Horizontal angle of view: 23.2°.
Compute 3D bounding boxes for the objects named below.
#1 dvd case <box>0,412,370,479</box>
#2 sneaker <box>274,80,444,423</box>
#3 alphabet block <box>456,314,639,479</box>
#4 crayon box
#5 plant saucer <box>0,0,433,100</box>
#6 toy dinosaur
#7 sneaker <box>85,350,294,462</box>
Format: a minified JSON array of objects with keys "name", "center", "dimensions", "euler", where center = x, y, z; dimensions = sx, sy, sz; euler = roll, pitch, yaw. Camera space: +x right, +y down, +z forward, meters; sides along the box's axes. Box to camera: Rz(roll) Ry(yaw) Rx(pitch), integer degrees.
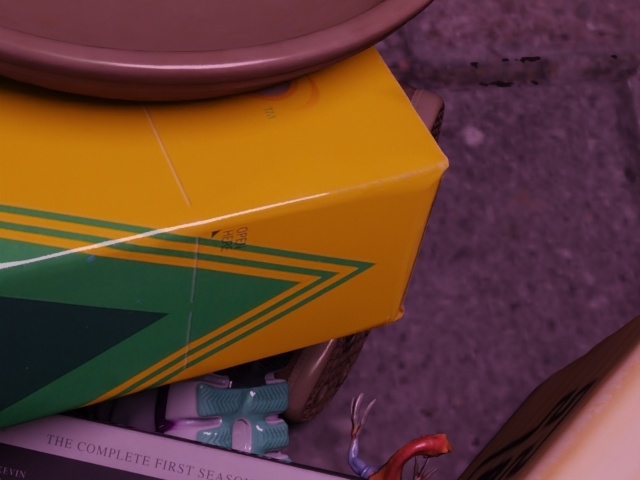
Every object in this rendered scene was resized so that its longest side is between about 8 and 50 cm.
[{"name":"dvd case","center":[-0.089,0.193,0.613],"dimensions":[0.179,0.029,0.238],"euler":[11,83,10]},{"name":"sneaker","center":[0.000,0.000,0.765],"dimensions":[0.071,0.066,0.188],"euler":[18,62,12]},{"name":"alphabet block","center":[0.135,0.166,0.660],"dimensions":[0.192,0.193,0.197],"euler":[46,65,2]},{"name":"crayon box","center":[-0.169,-0.092,0.651],"dimensions":[0.313,0.106,0.363],"euler":[-15,53,-19]},{"name":"plant saucer","center":[-0.074,-0.149,0.622],"dimensions":[0.278,0.041,0.278],"euler":[5,48,-6]},{"name":"toy dinosaur","center":[0.032,0.118,0.709],"dimensions":[0.047,0.082,0.090],"euler":[11,68,-12]},{"name":"sneaker","center":[-0.066,0.105,0.704],"dimensions":[0.083,0.098,0.223],"euler":[9,86,-46]}]
